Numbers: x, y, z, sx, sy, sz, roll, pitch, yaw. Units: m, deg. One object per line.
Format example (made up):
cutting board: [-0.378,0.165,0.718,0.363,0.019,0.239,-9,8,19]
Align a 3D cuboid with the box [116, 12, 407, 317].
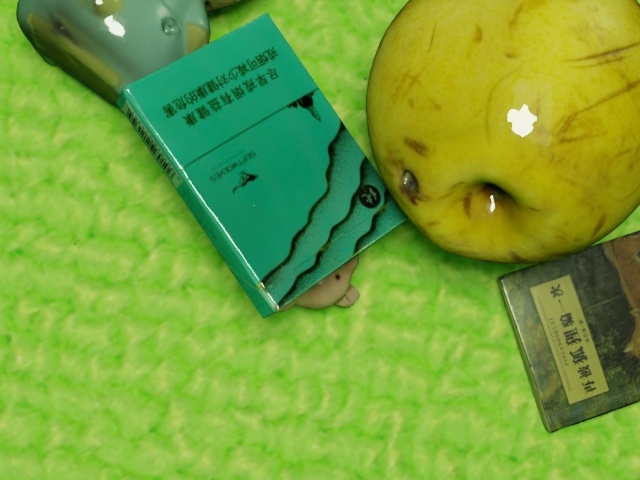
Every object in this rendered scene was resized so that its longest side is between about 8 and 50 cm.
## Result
box: [-0.048,-0.069,0.846,0.161,0.042,0.226,-35,90,-26]

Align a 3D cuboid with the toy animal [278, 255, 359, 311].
toy animal: [0.000,0.001,0.916,0.083,0.089,0.150,9,82,17]

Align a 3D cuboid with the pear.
pear: [0.171,-0.109,0.843,0.280,0.281,0.281,1,80,-5]

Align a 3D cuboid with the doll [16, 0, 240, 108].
doll: [-0.148,-0.257,0.900,0.177,0.161,0.261,35,81,3]

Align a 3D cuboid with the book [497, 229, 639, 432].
book: [0.302,0.077,0.953,0.228,0.024,0.160,-17,85,-9]
